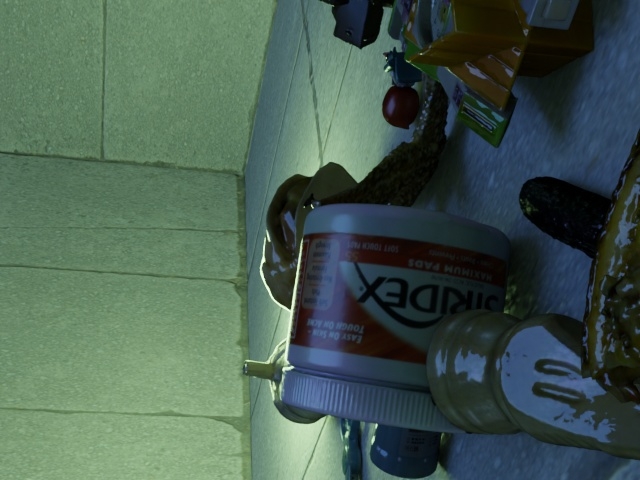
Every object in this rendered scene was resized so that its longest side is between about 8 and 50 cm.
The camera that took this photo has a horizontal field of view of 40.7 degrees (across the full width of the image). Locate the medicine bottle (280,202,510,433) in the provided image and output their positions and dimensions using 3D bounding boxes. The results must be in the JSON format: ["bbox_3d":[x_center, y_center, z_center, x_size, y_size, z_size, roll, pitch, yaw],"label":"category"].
[{"bbox_3d":[0.091,0.093,1.039,0.252,0.253,0.240,161,118,-78],"label":"medicine bottle"}]

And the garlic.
[{"bbox_3d":[-0.073,0.299,1.917,0.218,0.212,0.218,-170,90,-75],"label":"garlic"}]

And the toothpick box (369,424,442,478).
[{"bbox_3d":[0.129,0.242,1.214,0.101,0.101,0.153,-117,32,-69],"label":"toothpick box"}]

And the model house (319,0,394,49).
[{"bbox_3d":[0.082,-0.424,1.439,0.243,0.212,0.204,-104,20,-58],"label":"model house"}]

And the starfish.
[{"bbox_3d":[0.095,-0.110,1.281,0.383,0.132,0.398,-50,-9,-26],"label":"starfish"}]

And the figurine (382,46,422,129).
[{"bbox_3d":[0.140,-0.256,1.459,0.075,0.068,0.140,-178,86,-75],"label":"figurine"}]

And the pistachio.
[{"bbox_3d":[0.000,0.000,1.663,0.238,0.229,0.321,43,-136,-47],"label":"pistachio"}]

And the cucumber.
[{"bbox_3d":[0.244,-0.023,0.837,0.245,0.067,0.067,-130,45,-72],"label":"cucumber"}]

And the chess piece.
[{"bbox_3d":[0.224,0.132,0.796,0.301,0.137,0.137,173,102,-66],"label":"chess piece"}]

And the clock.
[{"bbox_3d":[0.186,-0.270,0.971,0.309,0.166,0.235,-103,21,-52],"label":"clock"}]

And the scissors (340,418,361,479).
[{"bbox_3d":[0.059,0.422,1.662,0.125,0.030,0.256,109,164,-57],"label":"scissors"}]

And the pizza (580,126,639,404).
[{"bbox_3d":[0.267,0.028,0.593,0.287,0.074,0.251,-104,31,-54],"label":"pizza"}]
